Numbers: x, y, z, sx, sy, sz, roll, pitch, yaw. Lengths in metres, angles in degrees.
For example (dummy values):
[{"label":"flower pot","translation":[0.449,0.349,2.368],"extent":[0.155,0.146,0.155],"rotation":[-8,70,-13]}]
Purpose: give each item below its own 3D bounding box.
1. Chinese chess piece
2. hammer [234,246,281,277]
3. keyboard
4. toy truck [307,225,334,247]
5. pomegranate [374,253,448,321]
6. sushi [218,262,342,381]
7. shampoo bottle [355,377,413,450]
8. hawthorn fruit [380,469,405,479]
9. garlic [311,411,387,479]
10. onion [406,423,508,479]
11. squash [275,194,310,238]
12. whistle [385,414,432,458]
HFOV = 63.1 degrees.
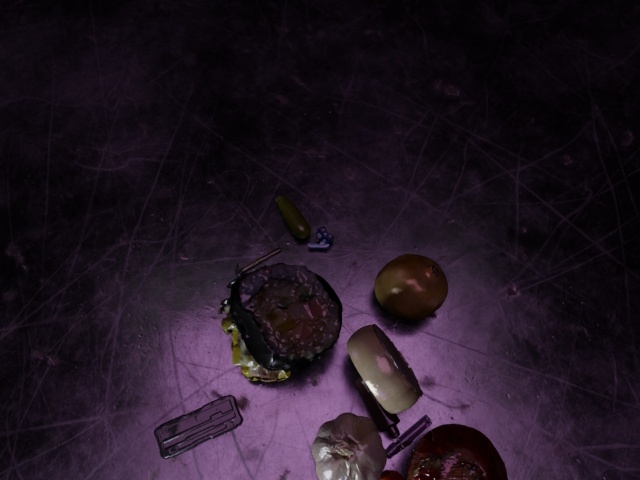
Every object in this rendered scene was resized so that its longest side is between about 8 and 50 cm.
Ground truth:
[{"label":"Chinese chess piece","translation":[0.190,0.378,1.551],"extent":[0.112,0.270,0.270],"rotation":[-36,70,5]},{"label":"hammer","translation":[-0.219,0.071,1.823],"extent":[0.182,0.017,0.062],"rotation":[-31,70,-15]},{"label":"keyboard","translation":[-0.372,0.569,1.594],"extent":[0.262,0.016,0.106],"rotation":[-22,68,-10]},{"label":"toy truck","translation":[0.000,0.000,1.840],"extent":[0.090,0.056,0.073],"rotation":[-45,79,-5]},{"label":"pomegranate","translation":[0.296,0.151,1.691],"extent":[0.232,0.233,0.233],"rotation":[0,66,-1]},{"label":"sushi","translation":[-0.126,0.259,1.614],"extent":[0.328,0.285,0.328],"rotation":[-28,73,-36]},{"label":"shampoo bottle","translation":[0.190,0.523,1.586],"extent":[0.068,0.067,0.236],"rotation":[-33,64,4]},{"label":"hawthorn fruit","translation":[0.207,0.708,1.500],"extent":[0.092,0.093,0.093],"rotation":[0,66,-1]},{"label":"garlic","translation":[0.081,0.613,1.508],"extent":[0.227,0.152,0.228],"rotation":[2,65,-5]},{"label":"onion","translation":[0.376,0.652,1.440],"extent":[0.275,0.276,0.277],"rotation":[0,66,-1]},{"label":"squash","translation":[-0.101,-0.085,1.867],"extent":[0.066,0.066,0.201],"rotation":[-30,67,-14]},{"label":"whistle","translation":[0.267,0.596,1.582],"extent":[0.176,0.033,0.033],"rotation":[-34,70,-15]}]
